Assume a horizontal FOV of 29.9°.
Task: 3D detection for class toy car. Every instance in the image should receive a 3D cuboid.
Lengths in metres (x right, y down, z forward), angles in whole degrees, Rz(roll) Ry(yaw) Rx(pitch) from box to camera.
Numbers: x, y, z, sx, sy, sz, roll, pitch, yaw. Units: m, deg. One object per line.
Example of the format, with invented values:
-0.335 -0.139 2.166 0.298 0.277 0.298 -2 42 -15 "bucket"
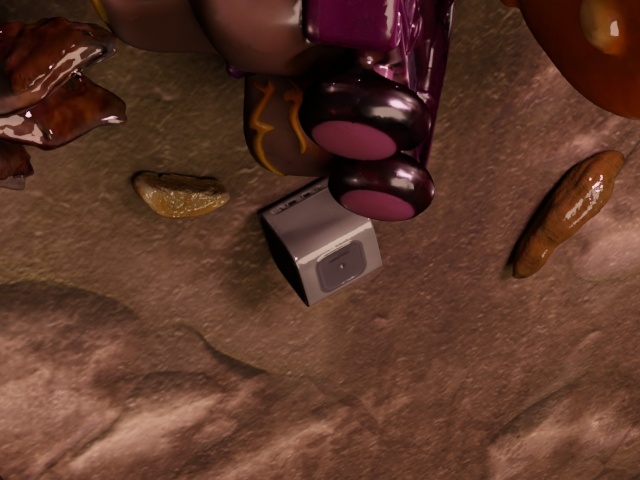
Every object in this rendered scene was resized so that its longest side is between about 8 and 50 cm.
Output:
-0.019 -0.175 0.849 0.341 0.240 0.271 68 31 -66 "toy car"

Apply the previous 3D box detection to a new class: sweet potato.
0.268 -0.026 1.318 0.053 0.054 0.182 26 111 -37 "sweet potato"

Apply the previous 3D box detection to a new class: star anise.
-0.271 -0.103 0.814 0.288 0.088 0.288 -8 149 -5 "star anise"

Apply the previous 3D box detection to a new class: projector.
0.000 0.000 1.123 0.082 0.083 0.083 -29 137 -12 "projector"

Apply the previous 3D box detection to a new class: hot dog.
-0.124 -0.037 1.042 0.090 0.030 0.034 4 125 -37 "hot dog"

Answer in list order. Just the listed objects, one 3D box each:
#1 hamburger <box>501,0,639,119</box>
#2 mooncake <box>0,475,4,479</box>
0.271 -0.274 0.761 0.277 0.396 0.396 -6 130 -18 "hamburger"
-0.394 0.322 1.073 0.284 0.155 0.284 -20 134 -22 "mooncake"
